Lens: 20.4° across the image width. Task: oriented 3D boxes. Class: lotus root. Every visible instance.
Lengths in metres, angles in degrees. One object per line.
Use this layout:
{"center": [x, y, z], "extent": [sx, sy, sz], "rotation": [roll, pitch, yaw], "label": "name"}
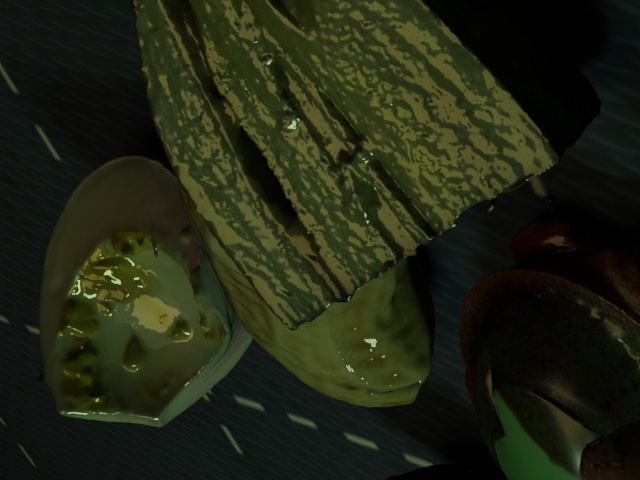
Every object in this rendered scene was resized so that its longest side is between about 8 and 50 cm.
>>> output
{"center": [0.006, -0.118, 1.134], "extent": [0.260, 0.149, 0.267], "rotation": [51, 132, -5], "label": "lotus root"}

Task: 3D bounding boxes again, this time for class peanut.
{"center": [-0.005, -0.002, 1.370], "extent": [0.174, 0.158, 0.340], "rotation": [2, 145, 14], "label": "peanut"}

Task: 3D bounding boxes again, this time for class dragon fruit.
{"center": [0.207, 0.116, 1.258], "extent": [0.268, 0.130, 0.295], "rotation": [20, 145, 34], "label": "dragon fruit"}

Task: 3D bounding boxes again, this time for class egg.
{"center": [-0.131, 0.036, 1.608], "extent": [0.271, 0.162, 0.206], "rotation": [-48, 50, 34], "label": "egg"}

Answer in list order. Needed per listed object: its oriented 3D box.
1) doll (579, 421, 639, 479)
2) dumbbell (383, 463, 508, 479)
{"center": [0.227, 0.087, 1.041], "extent": [0.156, 0.201, 0.303], "rotation": [-3, 103, 10], "label": "doll"}
{"center": [0.128, 0.321, 1.596], "extent": [0.192, 0.192, 0.290], "rotation": [7, 135, 53], "label": "dumbbell"}
